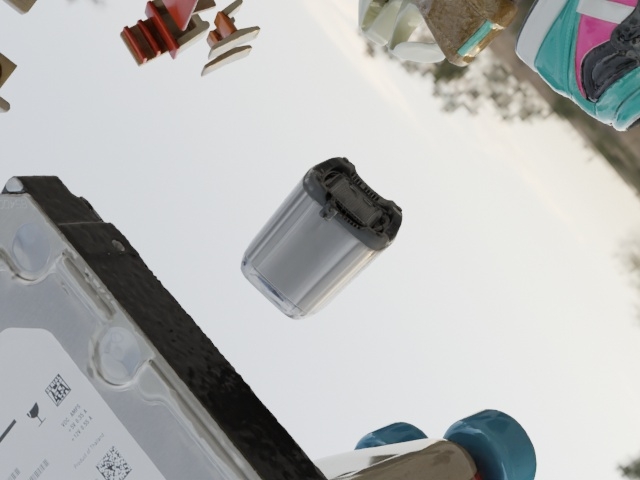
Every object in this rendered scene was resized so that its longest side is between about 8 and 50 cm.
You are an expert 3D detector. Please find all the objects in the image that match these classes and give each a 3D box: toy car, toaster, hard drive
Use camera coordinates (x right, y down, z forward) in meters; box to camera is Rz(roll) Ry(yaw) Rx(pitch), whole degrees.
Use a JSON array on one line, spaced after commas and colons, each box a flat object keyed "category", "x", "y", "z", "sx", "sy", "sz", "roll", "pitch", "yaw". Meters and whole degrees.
[{"category": "toy car", "x": 0.057, "y": 0.277, "z": 1.048, "sx": 0.219, "sy": 0.210, "sz": 0.237, "roll": -19, "pitch": -89, "yaw": -40}, {"category": "toaster", "x": 0.000, "y": 0.000, "z": 1.613, "sx": 0.129, "sy": 0.146, "sz": 0.227, "roll": 42, "pitch": -163, "yaw": 0}, {"category": "hard drive", "x": -0.132, "y": 0.158, "z": 0.819, "sx": 0.339, "sy": 0.237, "sz": 0.064, "roll": 49, "pitch": -157, "yaw": 20}]

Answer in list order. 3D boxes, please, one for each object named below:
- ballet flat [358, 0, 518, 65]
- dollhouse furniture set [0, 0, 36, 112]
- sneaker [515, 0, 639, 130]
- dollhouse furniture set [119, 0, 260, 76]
[{"category": "ballet flat", "x": 0.107, "y": -0.264, "z": 1.544, "sx": 0.116, "sy": 0.124, "sz": 0.342, "roll": 26, "pitch": -170, "yaw": -28}, {"category": "dollhouse furniture set", "x": -0.318, "y": -0.221, "z": 1.295, "sx": 0.144, "sy": 0.151, "sz": 0.123, "roll": 38, "pitch": 170, "yaw": -21}, {"category": "sneaker", "x": 0.278, "y": -0.192, "z": 1.094, "sx": 0.124, "sy": 0.295, "sz": 0.178, "roll": -27, "pitch": -114, "yaw": -33}, {"category": "dollhouse furniture set", "x": -0.242, "y": -0.386, "z": 2.286, "sx": 0.262, "sy": 0.135, "sz": 0.259, "roll": 58, "pitch": 160, "yaw": 5}]
